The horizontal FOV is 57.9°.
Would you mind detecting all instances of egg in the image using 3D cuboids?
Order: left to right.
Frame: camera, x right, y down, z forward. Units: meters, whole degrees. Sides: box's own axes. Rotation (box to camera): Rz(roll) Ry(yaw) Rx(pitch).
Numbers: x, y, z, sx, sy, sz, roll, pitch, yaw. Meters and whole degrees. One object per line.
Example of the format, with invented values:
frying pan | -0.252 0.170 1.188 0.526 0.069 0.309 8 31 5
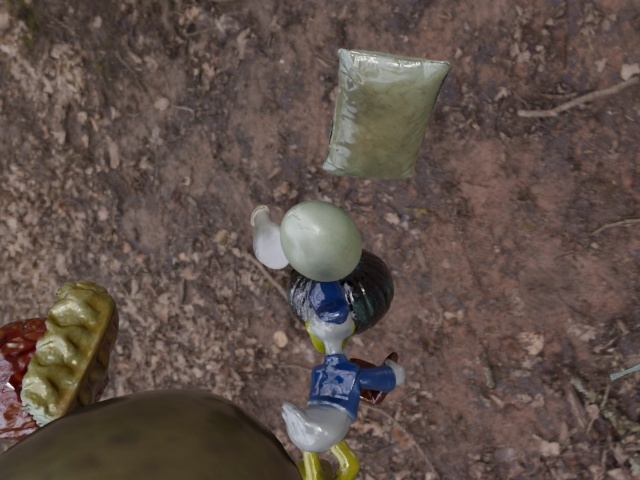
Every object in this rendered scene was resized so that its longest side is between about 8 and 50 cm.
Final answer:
egg | 0.000 0.000 0.861 0.114 0.152 0.114 -17 50 22

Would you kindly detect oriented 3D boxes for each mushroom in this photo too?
mushroom | -0.139 -0.009 1.590 0.116 0.093 0.225 -66 26 20

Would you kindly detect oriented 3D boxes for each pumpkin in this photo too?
pumpkin | 0.038 0.086 1.314 0.248 0.248 0.247 -3 86 46

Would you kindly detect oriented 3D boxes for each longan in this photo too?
longan | -0.171 0.310 0.541 0.361 0.361 0.360 -3 86 46

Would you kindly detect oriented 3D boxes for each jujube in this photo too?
jujube | -0.500 0.244 1.021 0.213 0.232 0.212 9 104 37

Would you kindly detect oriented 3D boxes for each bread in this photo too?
bread | -0.347 0.163 0.826 0.088 0.128 0.231 -9 47 8

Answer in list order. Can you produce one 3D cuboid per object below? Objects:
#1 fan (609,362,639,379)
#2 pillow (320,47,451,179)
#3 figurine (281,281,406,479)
fan | 0.550 0.195 0.945 0.005 0.176 0.113 -158 50 -81
pillow | 0.104 -0.209 1.035 0.302 0.185 0.074 99 174 -56
figurine | 0.051 0.224 0.970 0.205 0.284 0.337 -2 99 39
